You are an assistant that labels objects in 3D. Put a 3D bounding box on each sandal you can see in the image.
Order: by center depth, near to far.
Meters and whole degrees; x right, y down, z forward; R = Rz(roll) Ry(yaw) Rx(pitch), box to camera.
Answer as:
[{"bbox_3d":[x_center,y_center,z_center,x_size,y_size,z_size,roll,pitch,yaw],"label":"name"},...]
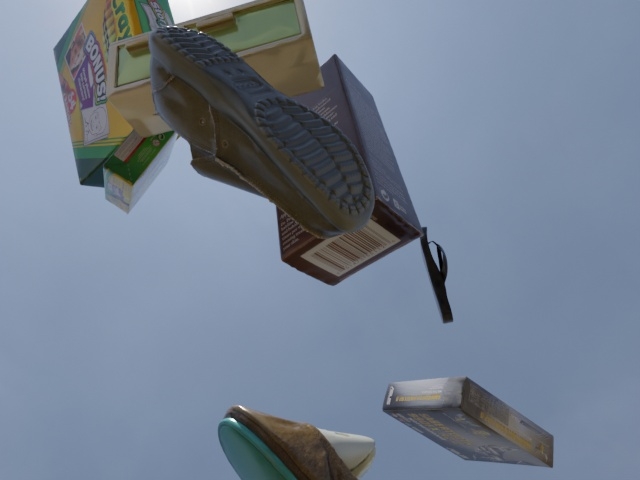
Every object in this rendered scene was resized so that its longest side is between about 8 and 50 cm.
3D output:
[{"bbox_3d":[0.302,0.084,1.090,0.054,0.097,0.254,-15,-111,9],"label":"sandal"}]

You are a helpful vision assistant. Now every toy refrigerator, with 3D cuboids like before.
[{"bbox_3d":[-0.140,-0.238,0.574,0.269,0.102,0.094,-13,-26,6],"label":"toy refrigerator"}]

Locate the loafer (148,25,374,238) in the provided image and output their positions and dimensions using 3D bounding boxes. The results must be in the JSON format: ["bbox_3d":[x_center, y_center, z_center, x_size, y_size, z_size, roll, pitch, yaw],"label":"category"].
[{"bbox_3d":[-0.059,-0.086,0.377,0.251,0.094,0.087,45,-51,15],"label":"loafer"}]

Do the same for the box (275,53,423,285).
[{"bbox_3d":[0.022,-0.133,0.760,0.191,0.381,0.143,-32,-41,27],"label":"box"}]

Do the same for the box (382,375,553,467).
[{"bbox_3d":[0.254,0.320,0.747,0.231,0.056,0.183,36,-35,-19],"label":"box"}]

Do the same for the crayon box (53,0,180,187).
[{"bbox_3d":[-0.426,-0.342,0.908,0.313,0.106,0.363,-28,-106,33],"label":"crayon box"}]

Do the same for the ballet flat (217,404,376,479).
[{"bbox_3d":[0.043,0.269,0.409,0.124,0.342,0.116,-23,-46,-39],"label":"ballet flat"}]

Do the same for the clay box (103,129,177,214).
[{"bbox_3d":[-0.303,-0.124,0.715,0.053,0.222,0.127,36,-113,-17],"label":"clay box"}]
